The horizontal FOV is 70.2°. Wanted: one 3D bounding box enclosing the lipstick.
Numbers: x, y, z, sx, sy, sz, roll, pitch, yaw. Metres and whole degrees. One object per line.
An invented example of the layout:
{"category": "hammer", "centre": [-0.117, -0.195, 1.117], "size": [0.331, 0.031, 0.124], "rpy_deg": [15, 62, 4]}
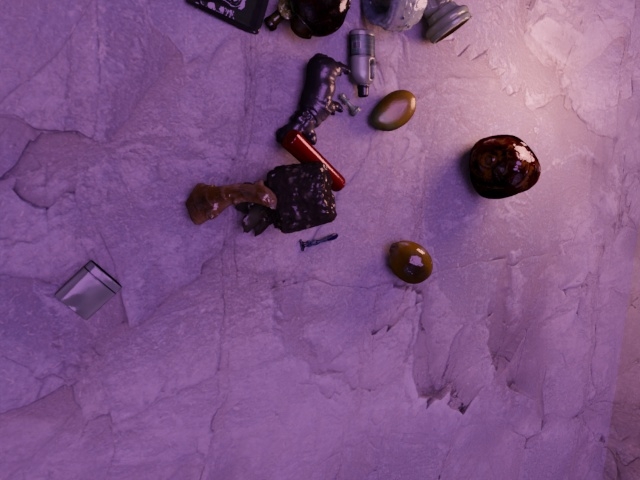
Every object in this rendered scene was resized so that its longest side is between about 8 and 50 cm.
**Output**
{"category": "lipstick", "centre": [-0.017, -0.261, 1.527], "size": [0.280, 0.073, 0.073], "rpy_deg": [38, 78, -41]}

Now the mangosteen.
{"category": "mangosteen", "centre": [-0.045, -0.751, 1.428], "size": [0.290, 0.231, 0.231], "rpy_deg": [-18, 105, 0]}

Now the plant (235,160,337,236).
{"category": "plant", "centre": [-0.115, -0.131, 1.460], "size": [0.313, 0.213, 0.215], "rpy_deg": [-11, 102, 15]}

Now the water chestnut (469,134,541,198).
{"category": "water chestnut", "centre": [0.741, -0.305, 1.844], "size": [0.289, 0.289, 0.244], "rpy_deg": [47, 70, -23]}

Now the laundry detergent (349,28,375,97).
{"category": "laundry detergent", "centre": [0.150, -0.623, 1.611], "size": [0.099, 0.070, 0.225], "rpy_deg": [-7, 98, -33]}

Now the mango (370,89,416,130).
{"category": "mango", "centre": [0.267, -0.476, 1.676], "size": [0.195, 0.092, 0.130], "rpy_deg": [-29, 109, -17]}

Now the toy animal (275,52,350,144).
{"category": "toy animal", "centre": [-0.014, -0.453, 1.529], "size": [0.169, 0.106, 0.342], "rpy_deg": [25, 88, -28]}

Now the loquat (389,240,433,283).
{"category": "loquat", "centre": [0.342, 0.079, 1.746], "size": [0.195, 0.152, 0.152], "rpy_deg": [42, 76, -21]}

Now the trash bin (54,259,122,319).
{"category": "trash bin", "centre": [-0.654, 0.140, 1.288], "size": [0.130, 0.059, 0.116], "rpy_deg": [-47, 113, -14]}

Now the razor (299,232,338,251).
{"category": "razor", "centre": [0.001, 0.001, 1.626], "size": [0.155, 0.028, 0.044], "rpy_deg": [-16, 102, -25]}

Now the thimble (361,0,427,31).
{"category": "thimble", "centre": [0.252, -0.851, 1.563], "size": [0.172, 0.205, 0.249], "rpy_deg": [-13, 107, -25]}

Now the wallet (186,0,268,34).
{"category": "wallet", "centre": [-0.276, -0.758, 1.394], "size": [0.245, 0.052, 0.168], "rpy_deg": [14, 92, -30]}

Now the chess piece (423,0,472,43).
{"category": "chess piece", "centre": [0.414, -0.904, 1.690], "size": [0.176, 0.176, 0.298], "rpy_deg": [-37, 98, -19]}

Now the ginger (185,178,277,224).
{"category": "ginger", "centre": [-0.274, -0.117, 1.361], "size": [0.086, 0.295, 0.131], "rpy_deg": [58, 32, -63]}

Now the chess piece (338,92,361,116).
{"category": "chess piece", "centre": [0.100, -0.488, 1.619], "size": [0.093, 0.042, 0.042], "rpy_deg": [44, 76, -19]}
